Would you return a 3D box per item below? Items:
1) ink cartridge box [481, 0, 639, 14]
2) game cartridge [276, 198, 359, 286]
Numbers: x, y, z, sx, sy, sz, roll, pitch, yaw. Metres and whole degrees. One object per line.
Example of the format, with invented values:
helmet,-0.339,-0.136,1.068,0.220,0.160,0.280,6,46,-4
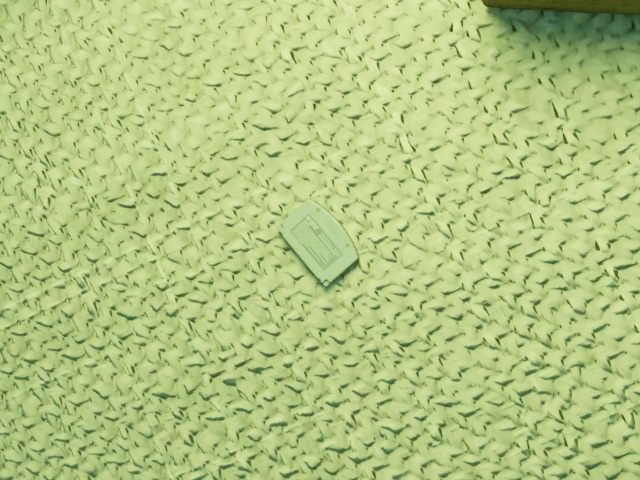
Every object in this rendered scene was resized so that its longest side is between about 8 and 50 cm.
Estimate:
ink cartridge box,0.262,-0.275,1.466,0.235,0.193,0.088,4,89,12
game cartridge,0.000,0.000,1.618,0.056,0.017,0.083,-41,81,13
